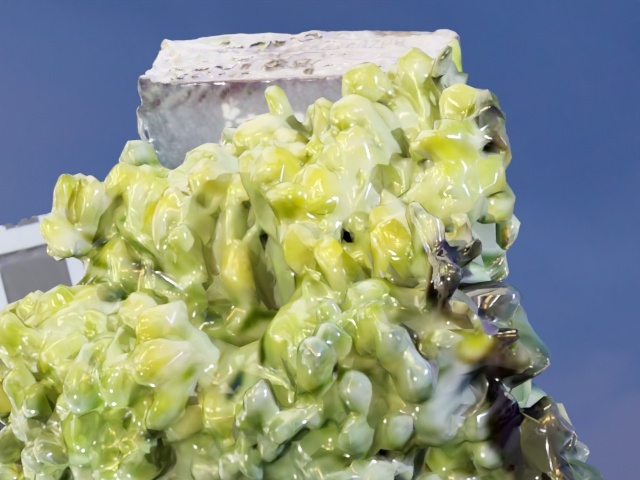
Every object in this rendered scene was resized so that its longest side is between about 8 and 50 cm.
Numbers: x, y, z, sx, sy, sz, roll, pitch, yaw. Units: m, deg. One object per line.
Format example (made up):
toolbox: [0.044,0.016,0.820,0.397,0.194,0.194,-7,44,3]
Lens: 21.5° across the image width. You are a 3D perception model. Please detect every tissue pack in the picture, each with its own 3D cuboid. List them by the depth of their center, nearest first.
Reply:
tissue pack: [0.000,0.000,0.957,0.173,0.073,0.235,-2,-61,10]

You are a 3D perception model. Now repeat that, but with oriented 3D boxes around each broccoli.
broccoli: [-0.018,0.056,0.568,0.180,0.273,0.242,-9,-54,-4]

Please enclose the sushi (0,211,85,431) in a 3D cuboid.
sushi: [-0.144,0.150,1.247,0.064,0.359,0.343,-14,2,38]
